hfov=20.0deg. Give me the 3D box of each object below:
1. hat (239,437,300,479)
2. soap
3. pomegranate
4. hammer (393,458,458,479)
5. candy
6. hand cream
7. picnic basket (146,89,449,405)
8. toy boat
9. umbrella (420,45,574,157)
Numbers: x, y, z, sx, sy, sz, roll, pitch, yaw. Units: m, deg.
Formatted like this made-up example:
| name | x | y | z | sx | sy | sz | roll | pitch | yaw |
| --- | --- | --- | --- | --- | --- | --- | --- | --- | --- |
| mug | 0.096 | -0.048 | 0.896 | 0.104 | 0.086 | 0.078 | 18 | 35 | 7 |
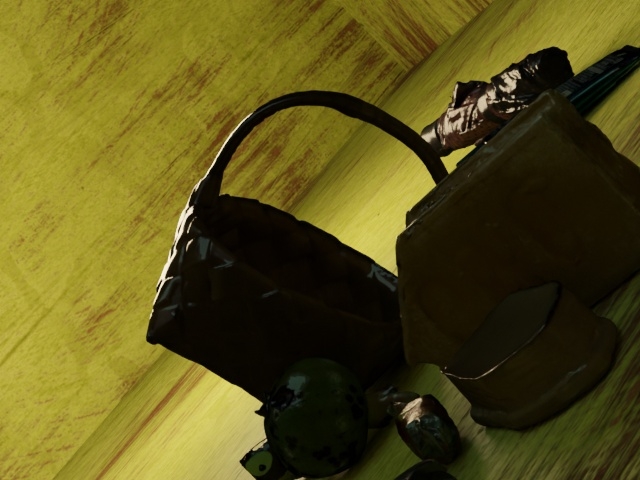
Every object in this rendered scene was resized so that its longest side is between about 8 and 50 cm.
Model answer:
| name | x | y | z | sx | sy | sz | roll | pitch | yaw |
| --- | --- | --- | --- | --- | --- | --- | --- | --- | --- |
| hat | -0.035 | 0.227 | 1.877 | 0.077 | 0.059 | 0.076 | -39 | -8 | 11 |
| soap | 0.160 | 0.010 | 1.560 | 0.257 | 0.160 | 0.080 | -43 | 9 | 29 |
| pomegranate | 0.016 | 0.169 | 1.763 | 0.162 | 0.122 | 0.122 | -8 | 0 | -12 |
| hammer | 0.038 | 0.256 | 1.360 | 0.111 | 0.033 | 0.287 | -42 | 8 | 31 |
| candy | 0.092 | 0.159 | 1.539 | 0.046 | 0.053 | 0.182 | -33 | 6 | -4 |
| hand cream | 0.289 | -0.158 | 2.255 | 0.270 | 0.061 | 0.120 | -40 | 8 | 2 |
| picnic basket | 0.000 | 0.000 | 1.940 | 0.337 | 0.293 | 0.337 | -62 | -1 | -2 |
| toy boat | 0.168 | 0.090 | 1.440 | 0.116 | 0.061 | 0.188 | -47 | 7 | -14 |
| umbrella | 0.244 | -0.188 | 2.554 | 0.326 | 0.094 | 0.090 | -31 | 60 | 58 |
